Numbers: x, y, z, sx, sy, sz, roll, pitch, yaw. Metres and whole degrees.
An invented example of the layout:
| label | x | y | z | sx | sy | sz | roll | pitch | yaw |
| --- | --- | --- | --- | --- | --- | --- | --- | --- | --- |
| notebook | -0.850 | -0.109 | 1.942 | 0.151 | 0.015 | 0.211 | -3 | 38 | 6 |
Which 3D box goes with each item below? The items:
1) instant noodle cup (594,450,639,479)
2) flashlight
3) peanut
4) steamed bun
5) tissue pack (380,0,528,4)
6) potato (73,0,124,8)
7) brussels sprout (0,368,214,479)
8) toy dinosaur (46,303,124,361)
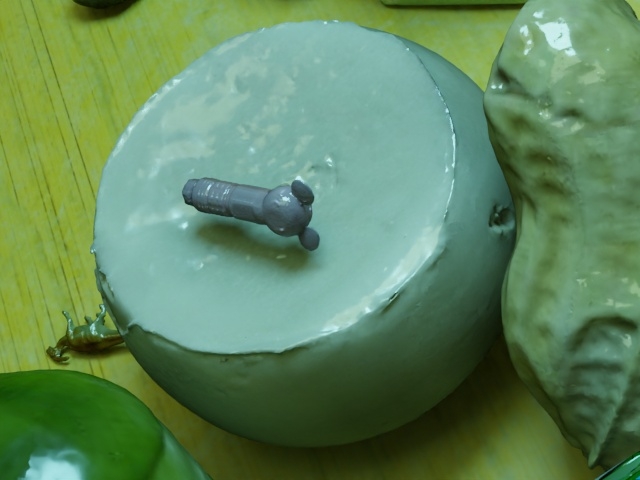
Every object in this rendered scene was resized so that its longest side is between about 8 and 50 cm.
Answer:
| label | x | y | z | sx | sy | sz | roll | pitch | yaw |
| --- | --- | --- | --- | --- | --- | --- | --- | --- | --- |
| instant noodle cup | 0.175 | 0.250 | 0.889 | 0.178 | 0.240 | 0.240 | -32 | 50 | 15 |
| flashlight | -0.044 | -0.026 | 1.025 | 0.110 | 0.052 | 0.031 | 12 | 33 | 35 |
| peanut | 0.203 | 0.004 | 0.998 | 0.174 | 0.158 | 0.339 | -1 | 98 | 16 |
| steamed bun | 0.000 | 0.000 | 1.133 | 0.324 | 0.206 | 0.324 | -10 | 60 | 17 |
| tissue pack | 0.094 | -0.311 | 1.291 | 0.159 | 0.234 | 0.125 | 4 | 60 | 26 |
| potato | -0.187 | -0.309 | 1.512 | 0.105 | 0.085 | 0.188 | 19 | 71 | 35 |
| brussels sprout | -0.193 | 0.244 | 1.022 | 0.371 | 0.276 | 0.314 | 35 | 89 | 44 |
| toy dinosaur | -0.184 | 0.073 | 1.281 | 0.113 | 0.026 | 0.041 | -17 | 59 | 24 |
